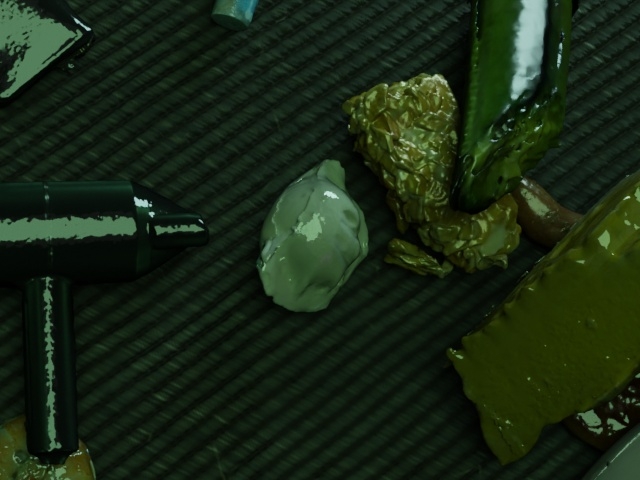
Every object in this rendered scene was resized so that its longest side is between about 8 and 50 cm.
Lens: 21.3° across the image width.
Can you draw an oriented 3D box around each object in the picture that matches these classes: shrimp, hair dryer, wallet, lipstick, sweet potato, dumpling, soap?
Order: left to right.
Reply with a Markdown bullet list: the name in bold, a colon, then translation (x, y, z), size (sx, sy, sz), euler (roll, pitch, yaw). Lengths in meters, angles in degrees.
- **wallet**: translation (-0.376, -0.267, 1.885), size (0.149, 0.044, 0.250), euler (-39, 88, -11)
- **shrimp**: translation (-0.294, 0.272, 1.780), size (0.132, 0.051, 0.187), euler (-11, 73, -27)
- **hair dryer**: translation (-0.239, 0.084, 1.801), size (0.244, 0.116, 0.302), euler (-1, 79, -10)
- **lipstick**: translation (-0.080, -0.318, 1.947), size (0.048, 0.048, 0.158), euler (20, 76, -6)
- **dumpling**: translation (0.000, 0.000, 1.878), size (0.127, 0.108, 0.188), euler (42, 56, -24)
- **sweet potato**: translation (0.266, -0.021, 1.952), size (0.202, 0.055, 0.058), euler (35, 112, -5)
- **soap**: translation (0.299, 0.078, 1.769), size (0.338, 0.304, 0.169), euler (-45, 91, -12)

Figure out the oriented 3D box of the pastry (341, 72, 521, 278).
- **pastry**: translation (0.124, -0.064, 1.905), size (0.154, 0.102, 0.250), euler (-26, 83, -20)

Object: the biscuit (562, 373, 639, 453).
- **biscuit**: translation (0.350, 0.143, 1.942), size (0.212, 0.036, 0.212), euler (2, 78, -10)

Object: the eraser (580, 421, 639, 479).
- **eraser**: translation (0.328, 0.325, 1.885), size (0.243, 0.059, 0.204), euler (-28, 99, -10)

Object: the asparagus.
- **asparagus**: translation (0.216, -0.174, 1.884), size (0.128, 0.108, 0.382), euler (20, 50, -11)
